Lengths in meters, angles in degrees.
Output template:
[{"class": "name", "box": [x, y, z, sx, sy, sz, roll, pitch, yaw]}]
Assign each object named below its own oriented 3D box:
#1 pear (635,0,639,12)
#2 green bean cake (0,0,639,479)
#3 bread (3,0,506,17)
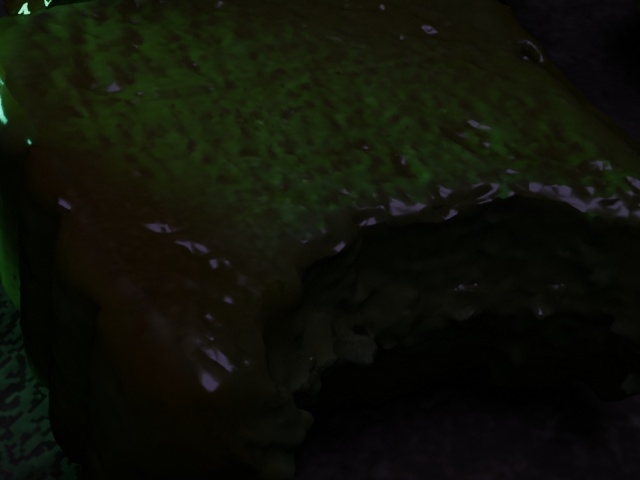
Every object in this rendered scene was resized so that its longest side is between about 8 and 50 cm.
[{"class": "pear", "box": [0.269, -0.151, 0.679, 0.178, 0.178, 0.178, 6, 43, -6]}, {"class": "green bean cake", "box": [0.000, 0.000, 0.472, 0.236, 0.124, 0.233, -13, 48, -25]}, {"class": "bread", "box": [-0.041, -0.137, 0.607, 0.260, 0.129, 0.134, -11, 47, -26]}]
